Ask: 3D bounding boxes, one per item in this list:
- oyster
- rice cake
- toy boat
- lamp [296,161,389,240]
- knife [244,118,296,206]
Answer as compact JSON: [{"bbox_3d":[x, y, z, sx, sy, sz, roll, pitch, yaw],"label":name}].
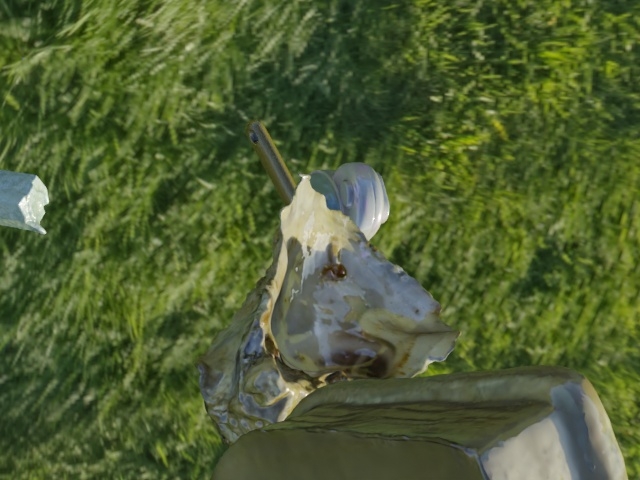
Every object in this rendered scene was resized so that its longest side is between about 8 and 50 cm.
[{"bbox_3d":[-0.006,0.064,0.757,0.161,0.233,0.107,40,124,3],"label":"oyster"},{"bbox_3d":[-0.449,-0.063,1.481,0.207,0.069,0.063,9,58,18],"label":"rice cake"},{"bbox_3d":[0.020,0.111,0.406,0.061,0.188,0.116,-15,90,-43],"label":"toy boat"},{"bbox_3d":[0.013,-0.033,1.779,0.108,0.246,0.179,-5,68,-32],"label":"lamp"},{"bbox_3d":[-0.001,0.000,1.017,0.022,0.046,0.256,-25,84,-44],"label":"knife"}]
